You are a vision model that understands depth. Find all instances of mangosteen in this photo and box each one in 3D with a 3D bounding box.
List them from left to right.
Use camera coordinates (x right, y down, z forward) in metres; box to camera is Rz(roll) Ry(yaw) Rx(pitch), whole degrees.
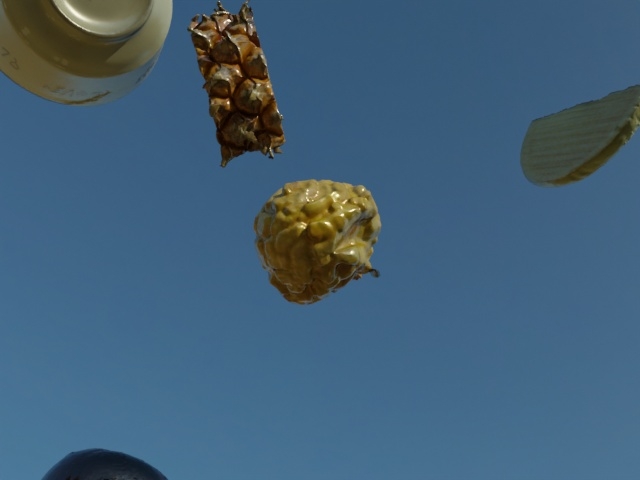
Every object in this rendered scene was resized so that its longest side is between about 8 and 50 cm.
[{"bbox_3d":[-0.320,0.410,1.171,0.216,0.216,0.216,2,-56,4],"label":"mangosteen"}]

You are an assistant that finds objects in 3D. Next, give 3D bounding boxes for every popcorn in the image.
[{"bbox_3d":[0.000,0.000,1.071,0.170,0.180,0.180,45,-59,12],"label":"popcorn"}]

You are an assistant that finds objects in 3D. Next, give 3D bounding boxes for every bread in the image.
[{"bbox_3d":[0.295,-0.106,0.934,0.036,0.112,0.193,33,-19,-18],"label":"bread"}]

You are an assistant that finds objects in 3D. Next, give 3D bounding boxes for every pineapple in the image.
[{"bbox_3d":[-0.101,-0.197,0.906,0.080,0.233,0.135,-12,-49,-8],"label":"pineapple"}]

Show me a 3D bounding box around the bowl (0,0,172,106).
[{"bbox_3d":[-0.272,-0.282,0.941,0.238,0.237,0.126,45,-23,-23],"label":"bowl"}]
